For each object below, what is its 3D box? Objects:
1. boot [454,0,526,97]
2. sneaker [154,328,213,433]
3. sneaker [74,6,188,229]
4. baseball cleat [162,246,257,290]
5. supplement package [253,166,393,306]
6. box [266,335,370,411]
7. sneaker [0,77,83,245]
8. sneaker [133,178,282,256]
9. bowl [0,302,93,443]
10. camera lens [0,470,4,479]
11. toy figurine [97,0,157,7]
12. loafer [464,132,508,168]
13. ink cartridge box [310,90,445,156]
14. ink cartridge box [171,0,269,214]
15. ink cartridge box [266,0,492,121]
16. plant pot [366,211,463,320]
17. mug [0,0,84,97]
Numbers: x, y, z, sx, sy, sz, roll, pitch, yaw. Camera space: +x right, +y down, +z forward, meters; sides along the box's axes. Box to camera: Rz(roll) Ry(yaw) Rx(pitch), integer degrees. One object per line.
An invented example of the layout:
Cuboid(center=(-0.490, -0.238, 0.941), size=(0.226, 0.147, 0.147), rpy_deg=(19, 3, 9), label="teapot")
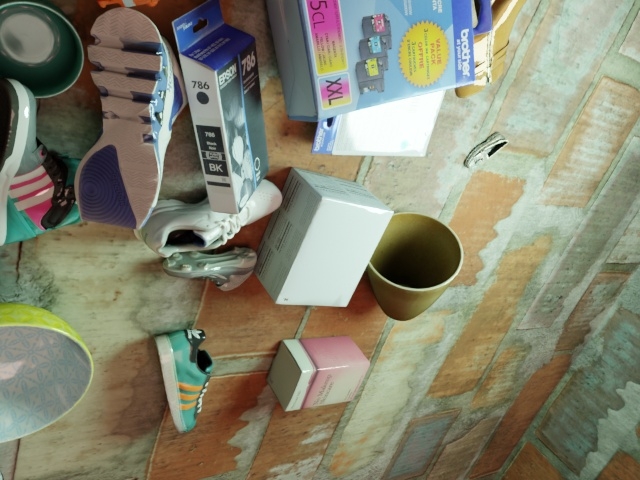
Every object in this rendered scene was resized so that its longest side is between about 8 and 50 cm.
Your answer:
Cuboid(center=(0.386, -0.452, 1.141), size=(0.283, 0.109, 0.220), rpy_deg=(-34, 133, -5), label="boot")
Cuboid(center=(-0.306, 0.335, 1.255), size=(0.121, 0.108, 0.302), rpy_deg=(-13, 127, -20), label="sneaker")
Cuboid(center=(-0.270, -0.181, 0.826), size=(0.127, 0.182, 0.315), rpy_deg=(14, 107, 2), label="sneaker")
Cuboid(center=(-0.233, 0.071, 1.138), size=(0.206, 0.072, 0.109), rpy_deg=(-5, 131, -27), label="baseball cleat")
Cuboid(center=(0.000, 0.000, 1.190), size=(0.204, 0.145, 0.262), rpy_deg=(8, 117, -37), label="supplement package")
Cuboid(center=(-0.006, 0.360, 1.462), size=(0.232, 0.127, 0.149), rpy_deg=(3, 120, -36), label="box")
Cuboid(center=(-0.413, -0.113, 0.805), size=(0.178, 0.124, 0.295), rpy_deg=(-20, 154, -48), label="sneaker")
Cuboid(center=(-0.203, -0.035, 1.039), size=(0.297, 0.129, 0.111), rpy_deg=(-22, 129, -21), label="sneaker")
Cuboid(center=(-0.572, 0.208, 0.946), size=(0.289, 0.156, 0.289), rpy_deg=(-19, 133, -22), label="bowl")
Cuboid(center=(-0.772, 0.528, 1.005), size=(0.274, 0.219, 0.219), rpy_deg=(26, 105, -43), label="camera lens")
Cuboid(center=(-0.231, -0.420, 0.679), size=(0.148, 0.209, 0.213), rpy_deg=(-12, 126, -6), label="toy figurine")
Cuboid(center=(0.432, -0.230, 1.384), size=(0.125, 0.039, 0.045), rpy_deg=(-42, 136, 0), label="loafer")
Cuboid(center=(0.118, -0.274, 1.127), size=(0.311, 0.065, 0.186), rpy_deg=(-6, 124, -33), label="ink cartridge box")
Cuboid(center=(-0.157, -0.225, 0.912), size=(0.065, 0.165, 0.333), rpy_deg=(7, 130, 15), label="ink cartridge box")
Cuboid(center=(0.119, -0.386, 0.938), size=(0.395, 0.151, 0.270), rpy_deg=(-19, 113, -22), label="ink cartridge box")
Cuboid(center=(0.221, 0.095, 1.378), size=(0.237, 0.237, 0.254), rpy_deg=(-24, 147, -18), label="plant pot")
Cuboid(center=(-0.419, -0.278, 0.738), size=(0.157, 0.097, 0.129), rpy_deg=(8, 117, -37), label="mug")
